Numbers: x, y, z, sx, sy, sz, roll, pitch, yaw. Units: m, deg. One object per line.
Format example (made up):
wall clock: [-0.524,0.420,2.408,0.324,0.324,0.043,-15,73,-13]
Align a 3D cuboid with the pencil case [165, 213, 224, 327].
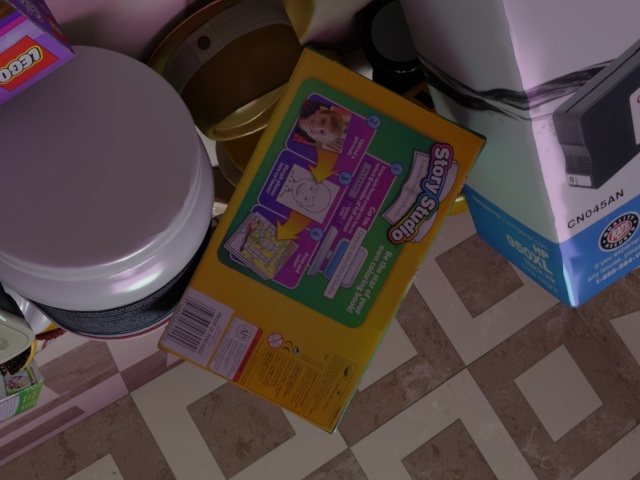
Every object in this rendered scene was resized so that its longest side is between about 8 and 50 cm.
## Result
pencil case: [-0.115,0.004,1.075,0.410,0.160,0.183,-25,159,-38]

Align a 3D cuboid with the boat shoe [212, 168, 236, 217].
boat shoe: [-0.166,-0.058,0.901,0.059,0.063,0.170,-35,161,35]

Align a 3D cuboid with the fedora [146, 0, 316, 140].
fedora: [-0.074,-0.152,0.624,0.194,0.079,0.194,-32,171,-6]

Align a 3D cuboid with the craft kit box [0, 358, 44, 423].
craft kit box: [-0.691,0.346,1.324,0.246,0.061,0.250,-22,167,-35]

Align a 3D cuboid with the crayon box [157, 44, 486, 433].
crayon box: [0.000,0.000,0.568,0.278,0.165,0.081,-63,-178,4]

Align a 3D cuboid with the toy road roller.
toy road roller: [0.066,-0.109,0.802,0.329,0.240,0.202,-33,171,6]

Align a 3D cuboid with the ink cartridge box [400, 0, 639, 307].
ink cartridge box: [0.248,-0.179,0.574,0.285,0.166,0.395,-33,127,-5]

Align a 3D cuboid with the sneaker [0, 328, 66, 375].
sneaker: [-0.398,0.101,0.954,0.225,0.088,0.093,-36,-169,24]

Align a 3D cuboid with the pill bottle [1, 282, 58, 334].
pill bottle: [-0.306,0.041,0.767,0.117,0.117,0.215,-36,170,27]

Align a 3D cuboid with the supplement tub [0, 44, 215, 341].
supplement tub: [-0.190,-0.022,0.575,0.191,0.191,0.272,-29,171,-17]

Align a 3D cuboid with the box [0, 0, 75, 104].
box: [-0.304,-0.075,0.339,0.293,0.057,0.201,-32,172,3]

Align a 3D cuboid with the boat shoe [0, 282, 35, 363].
boat shoe: [-0.308,0.031,0.529,0.084,0.079,0.233,-26,156,-14]
